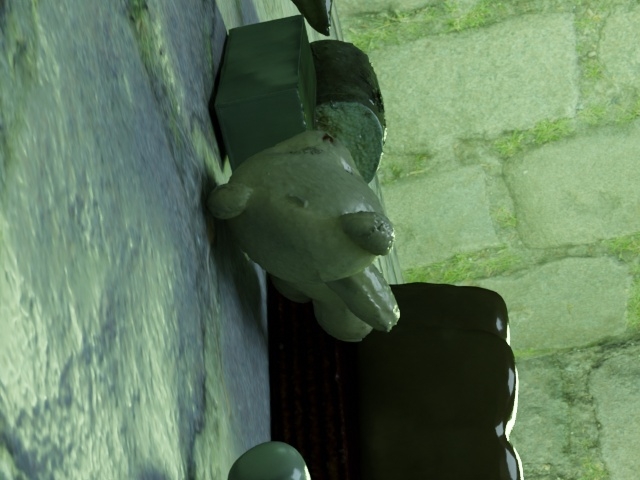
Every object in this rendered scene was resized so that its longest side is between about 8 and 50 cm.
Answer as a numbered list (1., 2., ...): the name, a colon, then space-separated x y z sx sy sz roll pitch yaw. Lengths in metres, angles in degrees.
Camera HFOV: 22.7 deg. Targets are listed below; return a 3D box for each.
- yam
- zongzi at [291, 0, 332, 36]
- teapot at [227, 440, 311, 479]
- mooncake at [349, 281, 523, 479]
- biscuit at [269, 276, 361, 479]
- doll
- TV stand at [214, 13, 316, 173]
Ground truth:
1. yam: 0.013 -0.162 2.066 0.254 0.154 0.154 -87 165 -57
2. zongzi: -0.044 -0.480 1.973 0.356 0.174 0.393 -97 174 -68
3. teapot: 0.017 0.302 1.189 0.318 0.149 0.220 42 20 -55
4. mooncake: 0.127 0.230 1.803 0.378 0.201 0.378 179 -90 -87
5. biscuit: -0.005 0.163 1.605 0.388 0.073 0.107 -95 173 -51
6. doll: -0.003 -0.003 1.502 0.278 0.175 0.149 83 16 -65
7. TV stand: -0.054 -0.154 1.653 0.269 0.088 0.082 -87 166 -67
